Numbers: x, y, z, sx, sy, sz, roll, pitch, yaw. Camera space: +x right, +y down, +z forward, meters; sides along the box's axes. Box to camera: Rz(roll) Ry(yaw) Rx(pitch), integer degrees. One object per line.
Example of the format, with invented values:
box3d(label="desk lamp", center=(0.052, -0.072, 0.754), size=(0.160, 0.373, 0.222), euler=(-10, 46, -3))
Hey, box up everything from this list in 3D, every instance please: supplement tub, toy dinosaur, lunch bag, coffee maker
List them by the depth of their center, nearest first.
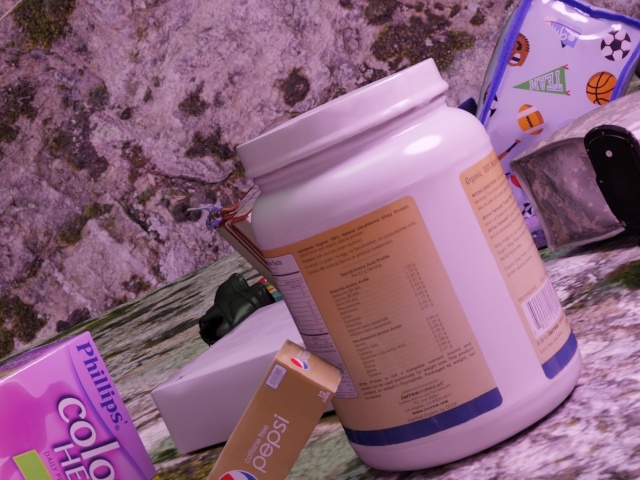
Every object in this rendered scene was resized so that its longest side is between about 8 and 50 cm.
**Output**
box3d(label="supplement tub", center=(0.075, 0.019, 1.027), size=(0.228, 0.316, 0.228), euler=(-24, 6, 3))
box3d(label="coffee maker", center=(0.393, -0.087, 1.222), size=(0.178, 0.171, 0.120), euler=(-29, 33, -16))
box3d(label="lunch bag", center=(0.431, -0.112, 1.449), size=(0.235, 0.169, 0.287), euler=(-28, 3, -30))
box3d(label="toy dinosaur", center=(-0.162, -0.035, 1.801), size=(0.090, 0.047, 0.082), euler=(-12, 3, 1))
box3d(label="lunch bag", center=(0.353, -0.211, 1.872), size=(0.238, 0.386, 0.328), euler=(21, 16, 7))

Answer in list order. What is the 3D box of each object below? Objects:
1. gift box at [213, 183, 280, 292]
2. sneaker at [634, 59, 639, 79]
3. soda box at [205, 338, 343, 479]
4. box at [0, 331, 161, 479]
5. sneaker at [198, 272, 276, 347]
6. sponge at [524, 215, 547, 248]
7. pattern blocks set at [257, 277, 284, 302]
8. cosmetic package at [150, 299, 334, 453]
box3d(label="gift box", center=(0.000, 0.000, 1.798), size=(0.276, 0.258, 0.255), euler=(-48, 11, -10))
box3d(label="sneaker", center=(0.607, -0.244, 1.763), size=(0.295, 0.105, 0.147), euler=(17, 33, 31))
box3d(label="soda box", center=(-0.050, 0.177, 0.952), size=(0.181, 0.058, 0.061), euler=(-60, -2, 13))
box3d(label="box", center=(-0.289, 0.238, 1.070), size=(0.117, 0.214, 0.243), euler=(-19, 8, 42))
box3d(label="sneaker", center=(-0.157, 0.131, 1.969), size=(0.130, 0.109, 0.286), euler=(-33, 6, -14))
box3d(label="sponge", center=(0.307, -0.009, 1.678), size=(0.210, 0.031, 0.117), euler=(-21, 7, 24))
box3d(label="pattern blocks set", center=(-0.077, 0.092, 2.294), size=(0.285, 0.026, 0.325), euler=(-20, 8, 35))
box3d(label="cosmetic package", center=(0.020, 0.121, 1.399), size=(0.377, 0.097, 0.284), euler=(-21, 6, 31))
